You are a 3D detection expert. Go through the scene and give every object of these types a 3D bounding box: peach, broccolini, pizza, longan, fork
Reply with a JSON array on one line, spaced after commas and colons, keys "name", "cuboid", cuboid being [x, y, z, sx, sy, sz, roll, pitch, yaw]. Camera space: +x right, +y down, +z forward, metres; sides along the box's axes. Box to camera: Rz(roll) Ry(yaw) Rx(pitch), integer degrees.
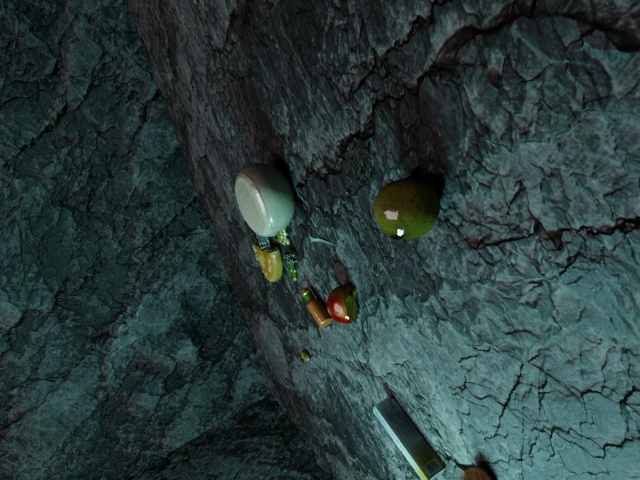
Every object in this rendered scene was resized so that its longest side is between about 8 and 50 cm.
[{"name": "peach", "cuboid": [0.077, 0.225, 1.807, 0.119, 0.151, 0.151, -4, 119, 20]}, {"name": "broccolini", "cuboid": [-0.117, 0.116, 2.241, 0.216, 0.058, 0.067, 79, -169, -50]}, {"name": "pizza", "cuboid": [-0.252, 0.081, 2.446, 0.228, 0.081, 0.289, 48, 153, 24]}, {"name": "longan", "cuboid": [0.196, -0.085, 1.132, 0.155, 0.145, 0.176, 9, 83, 39]}, {"name": "fork", "cuboid": [-0.002, 0.001, 1.850, 0.235, 0.021, 0.039, 21, 136, 61]}]

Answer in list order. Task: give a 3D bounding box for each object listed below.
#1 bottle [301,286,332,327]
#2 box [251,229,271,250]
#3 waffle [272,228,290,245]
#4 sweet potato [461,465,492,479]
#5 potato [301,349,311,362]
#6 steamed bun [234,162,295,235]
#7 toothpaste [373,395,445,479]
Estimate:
[{"name": "bottle", "cuboid": [-0.021, 0.281, 2.153, 0.187, 0.069, 0.069, 56, 158, 26]}, {"name": "box", "cuboid": [-0.302, -0.103, 2.296, 0.350, 0.058, 0.211, -126, 19, -63]}, {"name": "waffle", "cuboid": [-0.214, -0.086, 2.209, 0.204, 0.054, 0.223, 34, 145, 54]}, {"name": "sweet potato", "cuboid": [0.464, 0.769, 1.507, 0.097, 0.097, 0.251, 40, 147, 47]}, {"name": "potato", "cuboid": [-0.078, 0.625, 2.711, 0.083, 0.040, 0.051, 46, 130, 52]}, {"name": "steamed bun", "cuboid": [-0.197, -0.163, 1.907, 0.283, 0.177, 0.282, 44, 149, 36]}, {"name": "toothpaste", "cuboid": [0.314, 0.715, 1.816, 0.313, 0.089, 0.071, 51, 160, 31]}]
